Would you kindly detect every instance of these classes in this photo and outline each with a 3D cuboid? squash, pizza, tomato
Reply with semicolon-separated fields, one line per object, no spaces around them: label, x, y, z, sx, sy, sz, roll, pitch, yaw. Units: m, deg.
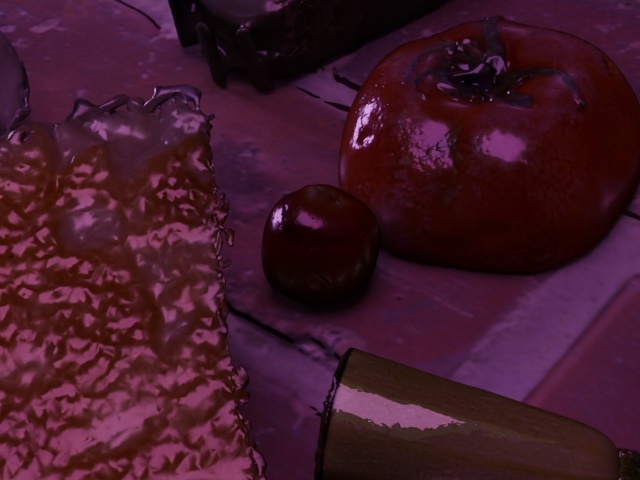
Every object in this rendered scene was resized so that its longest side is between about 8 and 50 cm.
squash;0.112;0.130;1.167;0.224;0.094;0.094;10;46;4
pizza;-0.225;0.108;1.082;0.391;0.080;0.435;-8;53;-6
tomato;0.123;-0.085;1.365;0.236;0.095;0.237;-2;44;2
tomato;0.000;0.000;1.301;0.087;0.075;0.087;1;43;-1

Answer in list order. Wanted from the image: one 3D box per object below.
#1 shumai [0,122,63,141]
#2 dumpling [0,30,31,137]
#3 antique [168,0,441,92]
shumai;-0.196;0.023;1.265;0.201;0.201;0.120;-23;6;-18
dumpling;-0.326;-0.098;1.360;0.142;0.172;0.247;-4;28;45
antique;0.010;-0.235;1.505;0.284;0.150;0.125;-35;53;-18
